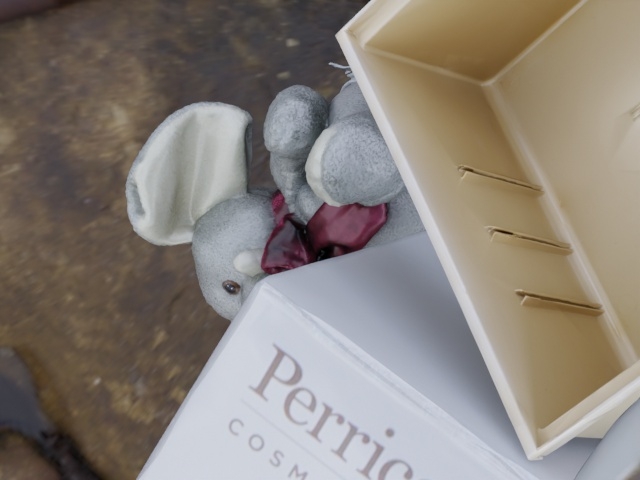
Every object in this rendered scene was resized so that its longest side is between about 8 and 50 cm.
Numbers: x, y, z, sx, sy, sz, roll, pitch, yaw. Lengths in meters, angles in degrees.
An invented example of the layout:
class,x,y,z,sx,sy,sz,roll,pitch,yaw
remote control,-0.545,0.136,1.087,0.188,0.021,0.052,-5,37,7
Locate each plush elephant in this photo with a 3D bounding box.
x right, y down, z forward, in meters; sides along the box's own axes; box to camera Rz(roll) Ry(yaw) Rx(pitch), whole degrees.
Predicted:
class,x,y,z,sx,sy,sz,roll,pitch,yaw
plush elephant,0.000,0.000,1.333,0.255,0.330,0.272,-43,124,15

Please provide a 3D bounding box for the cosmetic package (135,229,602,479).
class,x,y,z,sx,sy,sz,roll,pitch,yaw
cosmetic package,0.053,0.248,0.985,0.329,0.327,0.393,35,106,14

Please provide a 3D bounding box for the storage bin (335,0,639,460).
class,x,y,z,sx,sy,sz,roll,pitch,yaw
storage bin,0.176,-0.070,0.825,0.260,0.123,0.262,-42,56,31

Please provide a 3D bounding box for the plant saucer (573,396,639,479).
class,x,y,z,sx,sy,sz,roll,pitch,yaw
plant saucer,0.113,0.222,0.369,0.100,0.400,0.400,10,98,-9
